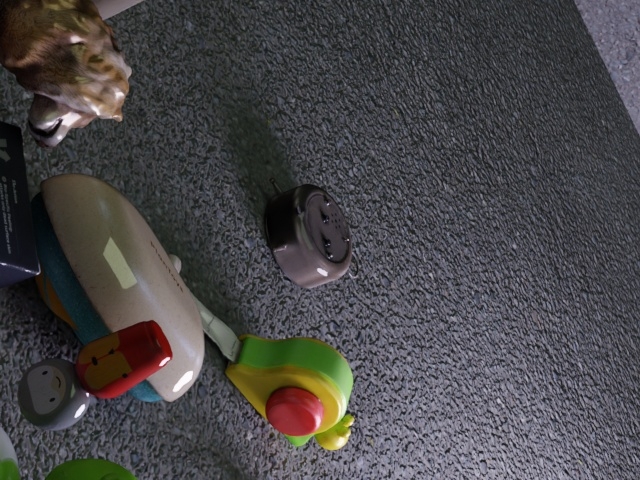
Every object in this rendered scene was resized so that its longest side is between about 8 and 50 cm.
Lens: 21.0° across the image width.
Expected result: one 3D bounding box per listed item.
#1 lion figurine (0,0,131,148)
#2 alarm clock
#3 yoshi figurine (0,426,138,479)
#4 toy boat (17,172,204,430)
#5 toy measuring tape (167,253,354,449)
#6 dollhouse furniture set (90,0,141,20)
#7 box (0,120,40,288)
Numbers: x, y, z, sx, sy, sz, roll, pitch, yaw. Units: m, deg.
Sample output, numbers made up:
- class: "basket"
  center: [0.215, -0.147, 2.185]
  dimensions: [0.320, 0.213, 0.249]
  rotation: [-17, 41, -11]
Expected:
- class: "lion figurine"
  center: [-0.351, -0.263, 1.667]
  dimensions: [0.392, 0.142, 0.240]
  rotation: [46, 6, 16]
- class: "alarm clock"
  center: [0.000, 0.000, 2.228]
  dimensions: [0.192, 0.064, 0.129]
  rotation: [36, 43, -49]
- class: "yoshi figurine"
  center: [-0.271, 0.206, 1.518]
  dimensions: [0.203, 0.203, 0.362]
  rotation: [-98, 163, -50]
- class: "toy boat"
  center: [-0.222, 0.076, 1.712]
  dimensions: [0.267, 0.148, 0.318]
  rotation: [60, 7, -21]
- class: "toy measuring tape"
  center: [-0.054, 0.128, 2.004]
  dimensions: [0.330, 0.121, 0.121]
  rotation: [52, 34, -28]
- class: "dollhouse furniture set"
  center: [-0.269, -0.375, 1.910]
  dimensions: [0.242, 0.161, 0.212]
  rotation: [55, 33, -23]
- class: "box"
  center: [-0.357, -0.039, 1.625]
  dimensions: [0.158, 0.093, 0.156]
  rotation: [18, 56, -53]
